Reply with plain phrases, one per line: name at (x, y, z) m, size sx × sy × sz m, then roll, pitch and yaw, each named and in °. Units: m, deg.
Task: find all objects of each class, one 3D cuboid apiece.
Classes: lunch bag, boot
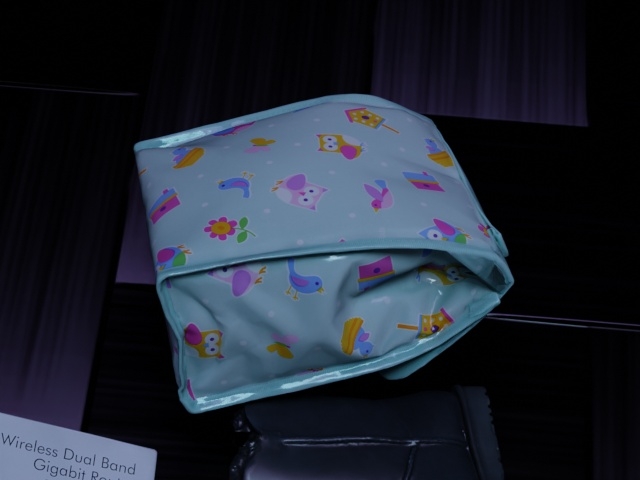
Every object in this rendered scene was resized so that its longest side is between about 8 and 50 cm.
lunch bag at (0.000, 0.000, 1.280) m, size 0.262 × 0.160 × 0.223 m, roll -12°, pitch 34°, yaw -5°
boot at (0.036, 0.213, 1.214) m, size 0.207 × 0.094 × 0.246 m, roll -3°, pitch 51°, yaw -7°

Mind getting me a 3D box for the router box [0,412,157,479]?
router box at (-0.296, 0.254, 1.120) m, size 0.335 × 0.082 × 0.301 m, roll 16°, pitch 55°, yaw -18°
